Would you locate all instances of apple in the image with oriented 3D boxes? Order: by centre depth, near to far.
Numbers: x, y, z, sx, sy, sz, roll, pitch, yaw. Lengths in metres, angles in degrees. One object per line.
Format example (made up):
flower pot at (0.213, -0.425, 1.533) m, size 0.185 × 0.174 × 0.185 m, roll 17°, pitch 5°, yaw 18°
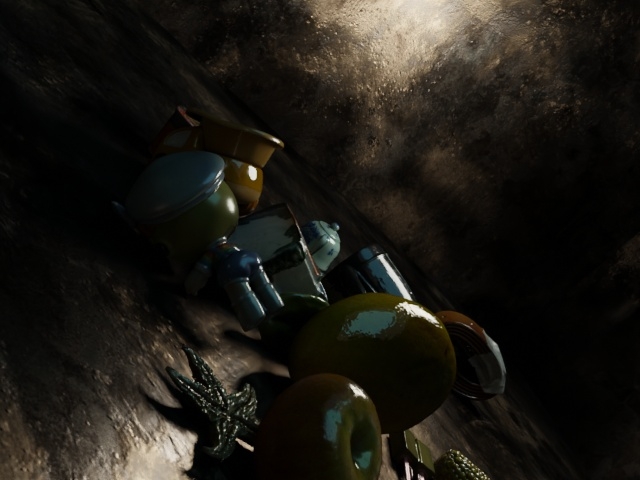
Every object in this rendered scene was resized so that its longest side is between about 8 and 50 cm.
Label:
apple at (-0.009, 0.318, 1.113) m, size 0.235 × 0.173 × 0.210 m, roll -26°, pitch 104°, yaw -62°

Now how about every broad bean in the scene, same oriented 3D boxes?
broad bean at (-0.047, 0.177, 1.540) m, size 0.072 × 0.153 × 0.207 m, roll 37°, pitch -9°, yaw 34°

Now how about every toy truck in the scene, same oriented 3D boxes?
toy truck at (-0.244, -0.174, 1.678) m, size 0.288 × 0.212 × 0.204 m, roll 17°, pitch 0°, yaw 26°

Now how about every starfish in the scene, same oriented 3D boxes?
starfish at (-0.152, 0.265, 1.126) m, size 0.227 × 0.043 × 0.240 m, roll 46°, pitch 11°, yaw -8°

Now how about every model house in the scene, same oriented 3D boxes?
model house at (-0.090, 0.099, 1.670) m, size 0.301 × 0.190 × 0.271 m, roll 64°, pitch -1°, yaw -25°

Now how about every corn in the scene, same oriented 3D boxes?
corn at (0.382, 0.621, 1.668) m, size 0.322 × 0.119 × 0.119 m, roll 45°, pitch 11°, yaw 14°

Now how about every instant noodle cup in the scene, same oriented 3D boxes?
instant noodle cup at (-0.358, -0.253, 1.852) m, size 0.127 × 0.135 × 0.127 m, roll 44°, pitch 13°, yaw -12°

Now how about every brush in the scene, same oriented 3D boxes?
brush at (0.205, 0.501, 1.589) m, size 0.103 × 0.047 × 0.233 m, roll 44°, pitch 13°, yaw -12°

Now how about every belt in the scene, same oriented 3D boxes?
belt at (0.492, 0.395, 2.499) m, size 0.339 × 0.217 × 0.122 m, roll 48°, pitch 12°, yaw -10°

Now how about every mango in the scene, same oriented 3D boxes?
mango at (0.103, 0.257, 1.532) m, size 0.445 × 0.301 × 0.220 m, roll 10°, pitch 5°, yaw -40°

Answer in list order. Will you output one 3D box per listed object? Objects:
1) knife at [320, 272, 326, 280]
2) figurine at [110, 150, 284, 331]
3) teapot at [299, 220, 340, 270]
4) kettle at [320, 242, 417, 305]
knife at (0.019, 0.118, 2.224) m, size 0.061 × 0.027 × 0.343 m, roll 49°, pitch 12°, yaw 31°
figurine at (-0.194, -0.016, 1.412) m, size 0.382 × 0.205 × 0.224 m, roll 43°, pitch 47°, yaw 1°
teapot at (0.000, 0.000, 2.251) m, size 0.159 × 0.159 × 0.232 m, roll 46°, pitch 12°, yaw -3°
kettle at (0.155, 0.195, 1.954) m, size 0.324 × 0.228 × 0.321 m, roll 54°, pitch 2°, yaw 12°
